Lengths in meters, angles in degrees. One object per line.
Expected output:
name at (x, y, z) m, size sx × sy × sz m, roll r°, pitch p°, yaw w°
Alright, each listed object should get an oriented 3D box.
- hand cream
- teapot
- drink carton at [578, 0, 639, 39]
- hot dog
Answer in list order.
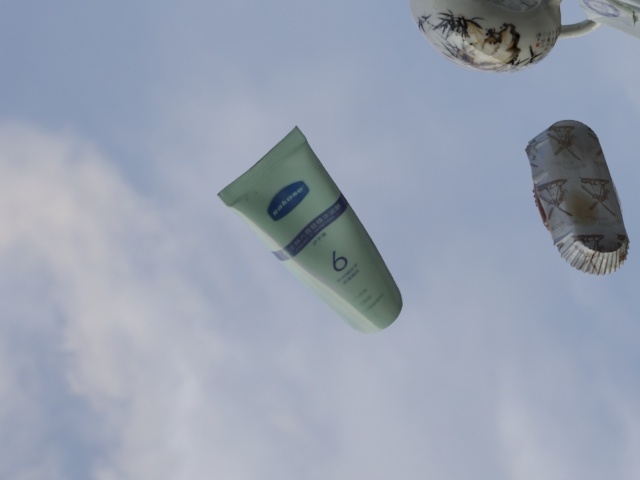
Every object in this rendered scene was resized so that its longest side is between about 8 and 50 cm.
hand cream at (0.000, 0.000, 2.026) m, size 0.067 × 0.109 × 0.320 m, roll 48°, pitch 177°, yaw 43°
teapot at (0.239, -0.318, 2.452) m, size 0.300 × 0.165 × 0.208 m, roll 0°, pitch -143°, yaw -12°
drink carton at (0.361, -0.181, 1.435) m, size 0.130 × 0.315 × 0.106 m, roll -59°, pitch -21°, yaw -5°
hot dog at (0.282, -0.046, 2.024) m, size 0.099 × 0.053 × 0.192 m, roll -7°, pitch -118°, yaw -16°
